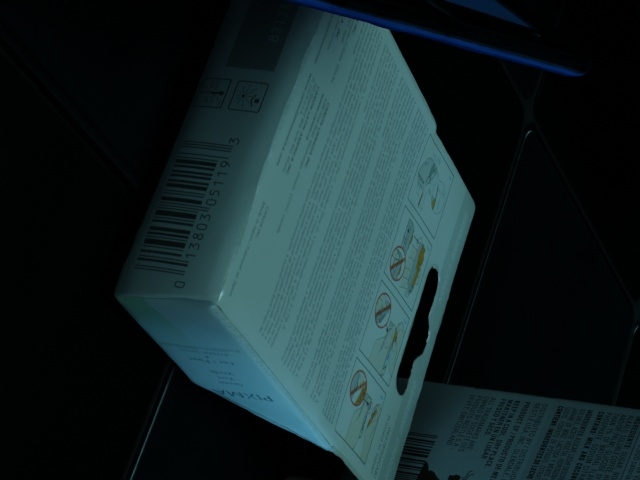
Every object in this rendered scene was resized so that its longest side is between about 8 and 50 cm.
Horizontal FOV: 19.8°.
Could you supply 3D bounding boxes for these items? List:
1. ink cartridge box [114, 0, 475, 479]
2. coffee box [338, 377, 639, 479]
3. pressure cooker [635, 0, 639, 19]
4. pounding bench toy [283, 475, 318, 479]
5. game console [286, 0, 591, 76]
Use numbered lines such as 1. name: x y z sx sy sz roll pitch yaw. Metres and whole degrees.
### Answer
1. ink cartridge box: 0.000 0.000 0.849 0.225 0.056 0.181 58 46 -55
2. coffee box: 0.167 0.178 0.911 0.119 0.297 0.168 -60 143 -36
3. pressure cooker: 0.384 -0.225 1.155 0.370 0.375 0.420 -61 142 -41
4. pounding bench toy: 0.005 0.147 0.838 0.065 0.083 0.052 -21 112 -58
5. game console: -0.018 -0.198 0.656 0.293 0.173 0.250 3 92 -61
